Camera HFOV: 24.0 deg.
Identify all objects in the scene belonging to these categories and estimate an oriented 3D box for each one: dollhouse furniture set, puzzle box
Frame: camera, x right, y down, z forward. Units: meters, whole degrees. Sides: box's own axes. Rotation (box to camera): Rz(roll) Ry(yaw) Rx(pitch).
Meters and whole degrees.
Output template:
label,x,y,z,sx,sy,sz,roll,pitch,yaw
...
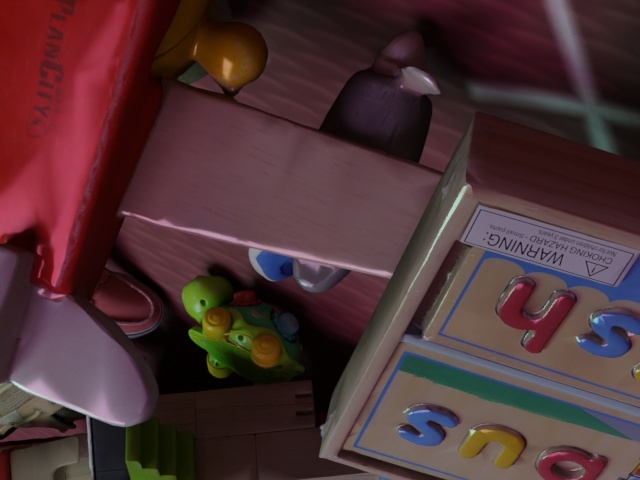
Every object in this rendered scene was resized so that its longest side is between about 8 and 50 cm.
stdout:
label,x,y,z,sx,sy,sz,roll,pitch,yaw
dollhouse furniture set,-0.292,0.301,1.525,0.152,0.201,0.374,-6,174,-3
puzzle box,0.225,0.094,0.820,0.409,0.052,0.272,17,141,-4

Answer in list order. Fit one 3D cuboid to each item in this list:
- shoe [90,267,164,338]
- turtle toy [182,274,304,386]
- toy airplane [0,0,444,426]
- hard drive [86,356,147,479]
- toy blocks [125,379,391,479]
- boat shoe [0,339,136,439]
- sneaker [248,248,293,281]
label,x,y,z,sx,sy,sz,roll,pitch,yaw
shoe,-0.223,0.041,1.349,0.178,0.063,0.081,19,165,-10
turtle toy,-0.066,0.076,1.276,0.130,0.066,0.095,29,152,16
toy airplane,-0.128,-0.088,0.914,0.384,0.272,0.386,-27,100,24
hard drive,-0.180,0.274,1.473,0.064,0.237,0.339,-5,159,-5
toy blocks,-0.007,0.244,1.297,0.261,0.191,0.381,-5,139,0
boat shoe,-0.283,0.152,1.563,0.110,0.121,0.341,41,149,-3
sneaker,-0.001,0.001,1.108,0.084,0.058,0.152,39,145,16
